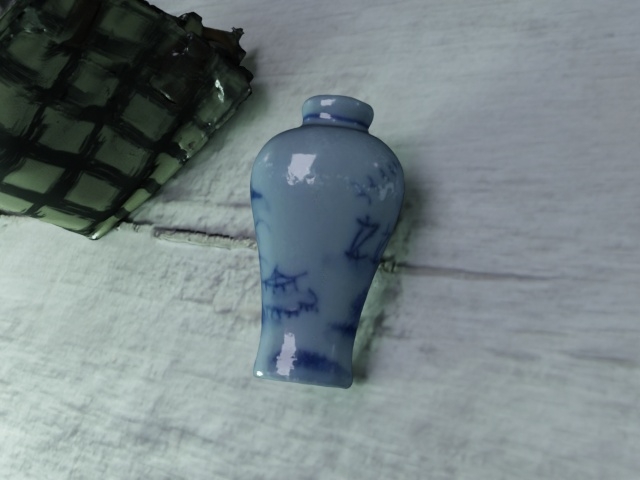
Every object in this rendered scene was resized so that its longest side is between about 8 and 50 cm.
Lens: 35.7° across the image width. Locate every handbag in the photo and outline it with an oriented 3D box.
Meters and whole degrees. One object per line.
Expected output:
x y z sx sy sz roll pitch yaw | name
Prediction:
-0.282 -0.162 1.083 0.327 0.325 0.162 -37 53 26 | handbag

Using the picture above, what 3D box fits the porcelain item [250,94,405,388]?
0.000 0.000 0.890 0.141 0.141 0.259 -2 77 42 | porcelain item
